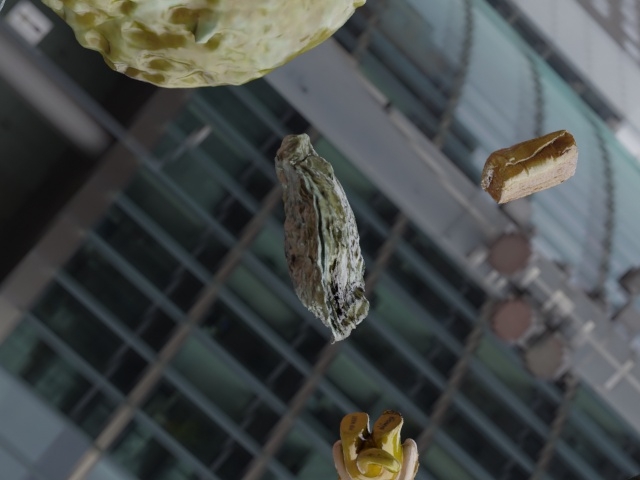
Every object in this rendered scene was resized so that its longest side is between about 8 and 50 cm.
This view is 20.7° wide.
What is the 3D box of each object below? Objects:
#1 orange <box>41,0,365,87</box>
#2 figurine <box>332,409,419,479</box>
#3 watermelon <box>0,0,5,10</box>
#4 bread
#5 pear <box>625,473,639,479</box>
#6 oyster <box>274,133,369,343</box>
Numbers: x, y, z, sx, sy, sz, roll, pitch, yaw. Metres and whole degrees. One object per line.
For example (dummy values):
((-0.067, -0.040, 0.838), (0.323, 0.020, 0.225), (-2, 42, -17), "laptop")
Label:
((-0.119, -0.275, 1.201), (0.271, 0.368, 0.210), (-55, 176, -18), "orange")
((0.071, 0.285, 1.823), (0.156, 0.246, 0.131), (-4, -145, 19), "figurine")
((-0.389, -0.225, 1.441), (0.318, 0.226, 0.148), (-53, -154, -10), "watermelon")
((0.275, -0.097, 2.300), (0.132, 0.053, 0.074), (-21, 147, -14), "bread")
((0.427, 0.459, 1.919), (0.399, 0.399, 0.165), (-51, -149, -17), "pear")
((0.000, 0.000, 1.420), (0.064, 0.125, 0.177), (-9, -143, 2), "oyster")
